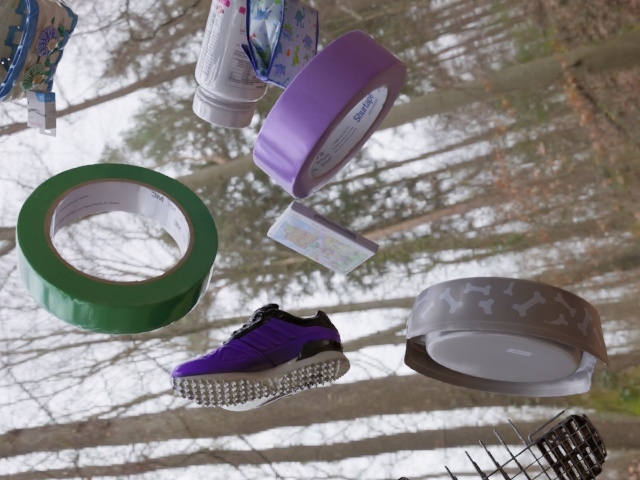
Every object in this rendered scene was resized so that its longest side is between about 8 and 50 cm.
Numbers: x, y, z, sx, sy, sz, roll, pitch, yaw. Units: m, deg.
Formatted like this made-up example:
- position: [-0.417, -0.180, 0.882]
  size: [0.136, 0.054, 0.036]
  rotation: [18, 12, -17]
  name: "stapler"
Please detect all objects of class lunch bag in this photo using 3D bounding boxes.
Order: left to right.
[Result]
- position: [-0.068, -0.340, 1.485]
  size: [0.129, 0.096, 0.151]
  rotation: [6, -98, -60]
  name: "lunch bag"

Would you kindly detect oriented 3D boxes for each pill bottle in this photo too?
- position: [-0.177, -0.395, 1.831]
  size: [0.160, 0.160, 0.283]
  rotation: [-26, -38, -55]
  name: "pill bottle"

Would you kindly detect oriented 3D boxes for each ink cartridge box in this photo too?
- position: [-0.508, -0.231, 1.564]
  size: [0.028, 0.048, 0.083]
  rotation: [-24, -58, -56]
  name: "ink cartridge box"

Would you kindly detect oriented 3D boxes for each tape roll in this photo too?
- position: [-0.332, 0.006, 1.412]
  size: [0.321, 0.321, 0.077]
  rotation: [-57, -8, -45]
  name: "tape roll"
- position: [0.017, -0.198, 1.375]
  size: [0.090, 0.275, 0.275]
  rotation: [40, -144, 10]
  name: "tape roll"

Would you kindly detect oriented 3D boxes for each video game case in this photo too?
- position: [0.000, 0.000, 1.765]
  size: [0.193, 0.212, 0.023]
  rotation: [28, -110, -8]
  name: "video game case"

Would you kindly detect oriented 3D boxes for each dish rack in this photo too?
- position: [0.236, 0.313, 1.102]
  size: [0.208, 0.271, 0.074]
  rotation: [52, -177, -46]
  name: "dish rack"

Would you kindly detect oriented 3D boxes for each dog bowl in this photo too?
- position: [0.305, 0.163, 1.430]
  size: [0.349, 0.348, 0.102]
  rotation: [36, -125, -46]
  name: "dog bowl"

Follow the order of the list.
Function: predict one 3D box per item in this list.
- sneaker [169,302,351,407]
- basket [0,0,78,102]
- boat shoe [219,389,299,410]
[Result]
- position: [-0.107, 0.181, 1.428]
  size: [0.102, 0.293, 0.146]
  rotation: [96, 163, -56]
  name: "sneaker"
- position: [-0.593, -0.374, 1.521]
  size: [0.289, 0.201, 0.255]
  rotation: [-6, -49, -52]
  name: "basket"
- position: [-0.105, 0.293, 1.829]
  size: [0.091, 0.305, 0.109]
  rotation: [5, -113, -51]
  name: "boat shoe"
